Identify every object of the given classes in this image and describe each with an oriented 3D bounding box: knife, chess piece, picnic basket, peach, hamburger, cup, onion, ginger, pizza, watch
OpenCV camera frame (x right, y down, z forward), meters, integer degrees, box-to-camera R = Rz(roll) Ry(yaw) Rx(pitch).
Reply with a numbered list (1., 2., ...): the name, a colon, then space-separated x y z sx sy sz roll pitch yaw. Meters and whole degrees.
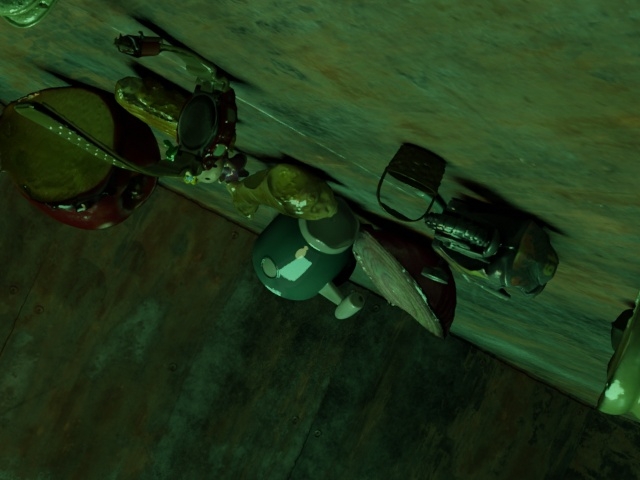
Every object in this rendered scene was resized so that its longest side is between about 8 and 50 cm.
1. knife: 0.172 -0.042 1.669 0.028 0.015 0.210 16 172 23
2. chess piece: 0.527 0.184 1.452 0.330 0.182 0.182 20 174 12
3. picnic basket: 0.104 -0.064 1.380 0.072 0.083 0.072 25 174 3
4. peach: -0.459 -0.152 2.250 0.361 0.258 0.201 19 167 28
5. hamburger: -0.336 -0.284 1.315 0.121 0.084 0.054 21 172 29
6. cup: -0.015 0.001 2.101 0.300 0.167 0.173 55 142 9
7. onion: 0.163 0.043 2.145 0.250 0.111 0.247 37 162 54
8. ginger: -0.073 -0.076 1.991 0.131 0.086 0.294 22 167 -25
9. pizza: -0.209 -0.189 1.808 0.197 0.058 0.292 22 176 27
10. watch: -0.221 -0.170 1.422 0.268 0.165 0.102 27 174 -43

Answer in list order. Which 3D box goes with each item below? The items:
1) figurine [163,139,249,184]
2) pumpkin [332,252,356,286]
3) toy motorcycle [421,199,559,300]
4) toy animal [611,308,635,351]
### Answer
1. figurine: -0.214 -0.150 2.080 0.156 0.095 0.115 7 -151 -37
2. pumpkin: -0.011 0.007 2.311 0.194 0.150 0.194 23 164 7
3. toy motorcycle: 0.226 0.019 1.532 0.173 0.108 0.307 19 176 15
4. toy animal: 0.501 0.173 1.671 0.146 0.115 0.245 27 174 -25
